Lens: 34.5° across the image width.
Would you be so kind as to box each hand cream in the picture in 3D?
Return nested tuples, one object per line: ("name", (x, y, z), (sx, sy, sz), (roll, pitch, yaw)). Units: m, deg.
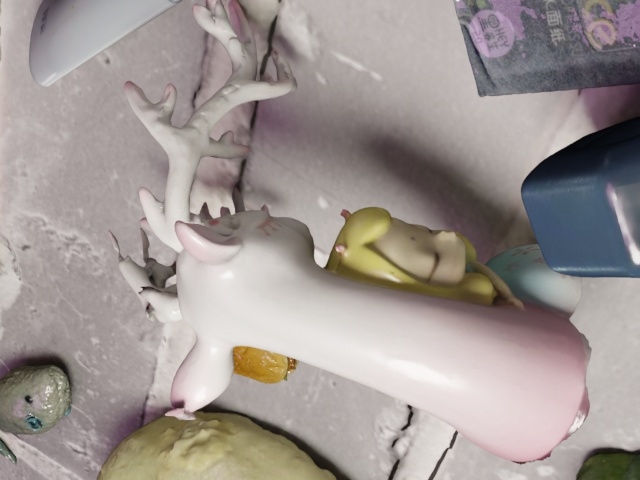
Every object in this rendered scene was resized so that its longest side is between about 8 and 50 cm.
("hand cream", (-0.134, -0.185, 0.742), (0.255, 0.080, 0.048), (-19, 149, 41))

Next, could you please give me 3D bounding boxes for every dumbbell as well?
("dumbbell", (0.235, 0.078, 0.575), (0.156, 0.143, 0.316), (-21, 96, 11))

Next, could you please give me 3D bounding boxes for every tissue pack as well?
("tissue pack", (0.152, -0.145, 0.586), (0.156, 0.051, 0.112), (-1, 118, 35))

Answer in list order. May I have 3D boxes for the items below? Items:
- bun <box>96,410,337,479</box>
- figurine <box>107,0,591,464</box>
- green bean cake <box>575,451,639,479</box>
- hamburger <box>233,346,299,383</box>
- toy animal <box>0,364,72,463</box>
("bun", (-0.095, 0.354, 0.998), (0.364, 0.202, 0.364), (16, 126, 24))
("figurine", (-0.006, 0.013, 0.701), (0.315, 0.284, 0.206), (21, 124, -12))
("green bean cake", (0.284, 0.253, 0.755), (0.183, 0.094, 0.185), (-5, 122, 35))
("hamburger", (-0.059, 0.089, 0.896), (0.083, 0.044, 0.076), (14, 126, 29))
("toy animal", (-0.344, 0.196, 1.148), (0.253, 0.070, 0.079), (-38, 80, 47))
